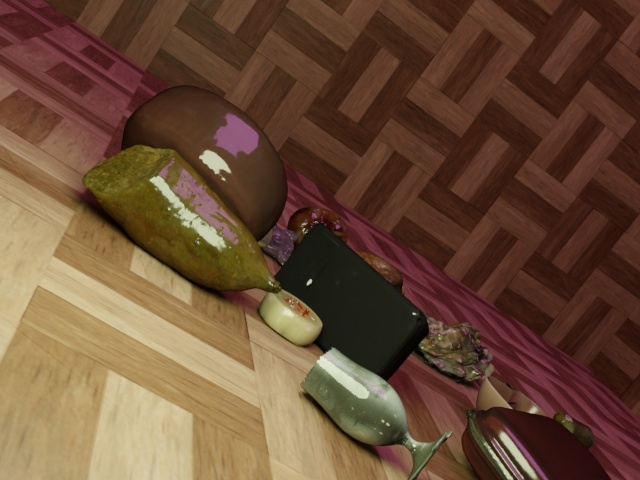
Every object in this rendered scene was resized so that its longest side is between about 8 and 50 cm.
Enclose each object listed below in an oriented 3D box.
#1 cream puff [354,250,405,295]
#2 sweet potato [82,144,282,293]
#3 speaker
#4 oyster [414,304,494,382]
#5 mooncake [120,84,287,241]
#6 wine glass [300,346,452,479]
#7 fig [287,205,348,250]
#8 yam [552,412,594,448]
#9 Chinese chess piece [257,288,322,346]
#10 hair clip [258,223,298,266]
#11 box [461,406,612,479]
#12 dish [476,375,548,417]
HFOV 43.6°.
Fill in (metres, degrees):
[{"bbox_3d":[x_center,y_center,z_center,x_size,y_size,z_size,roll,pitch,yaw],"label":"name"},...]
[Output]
[{"bbox_3d":[0.117,0.111,1.955,0.189,0.129,0.189,26,21,-11],"label":"cream puff"},{"bbox_3d":[-0.223,-0.020,1.353,0.370,0.158,0.158,45,8,-9],"label":"sweet potato"},{"bbox_3d":[0.065,0.127,1.572,0.184,0.180,0.388,33,8,-47],"label":"speaker"},{"bbox_3d":[0.317,0.249,2.031,0.351,0.115,0.238,30,11,-33],"label":"oyster"},{"bbox_3d":[-0.237,-0.127,1.517,0.333,0.174,0.326,-9,-59,42],"label":"mooncake"},{"bbox_3d":[0.079,0.256,1.194,0.222,0.103,0.103,38,10,11],"label":"wine glass"},{"bbox_3d":[0.004,-0.015,2.119,0.160,0.143,0.230,20,7,15],"label":"fig"},{"bbox_3d":[0.684,0.520,2.169,0.146,0.070,0.070,29,11,-33],"label":"yam"},{"bbox_3d":[-0.054,0.139,1.450,0.122,0.051,0.122,35,9,-6],"label":"Chinese chess piece"},{"bbox_3d":[-0.126,-0.009,1.916,0.146,0.056,0.187,27,14,-9],"label":"hair clip"},{"bbox_3d":[0.412,0.428,1.463,0.404,0.108,0.263,24,24,-49],"label":"box"},{"bbox_3d":[0.423,0.399,1.761,0.213,0.090,0.213,35,12,-9],"label":"dish"}]
